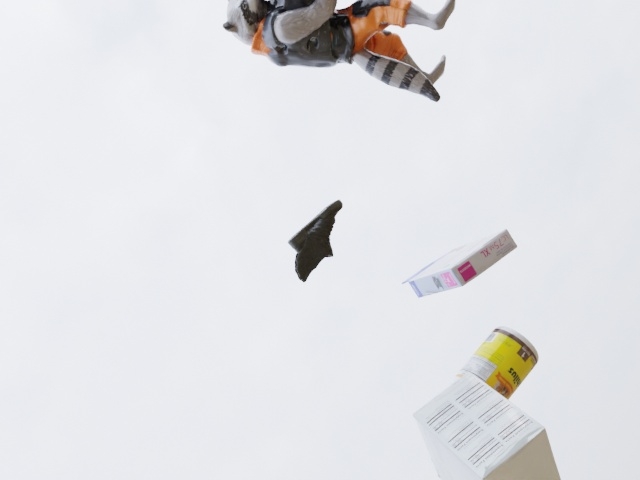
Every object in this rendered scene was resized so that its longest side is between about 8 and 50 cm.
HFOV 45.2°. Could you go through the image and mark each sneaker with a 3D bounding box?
[{"bbox_3d":[0.001,0.000,1.575,0.170,0.051,0.089,-41,-86,-11],"label":"sneaker"}]

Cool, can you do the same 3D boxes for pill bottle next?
[{"bbox_3d":[0.360,0.294,1.638,0.215,0.117,0.117,-46,-41,-17],"label":"pill bottle"}]

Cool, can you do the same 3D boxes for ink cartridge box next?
[{"bbox_3d":[0.344,0.066,1.947,0.186,0.311,0.065,-32,-88,-19],"label":"ink cartridge box"}]

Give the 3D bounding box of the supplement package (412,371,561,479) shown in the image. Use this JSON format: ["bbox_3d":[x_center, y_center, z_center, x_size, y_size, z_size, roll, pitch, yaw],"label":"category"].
[{"bbox_3d":[0.307,0.391,1.407,0.149,0.203,0.194,-34,-56,-15],"label":"supplement package"}]

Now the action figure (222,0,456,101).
[{"bbox_3d":[0.019,-0.309,1.082,0.341,0.330,0.178,35,-117,-82],"label":"action figure"}]
